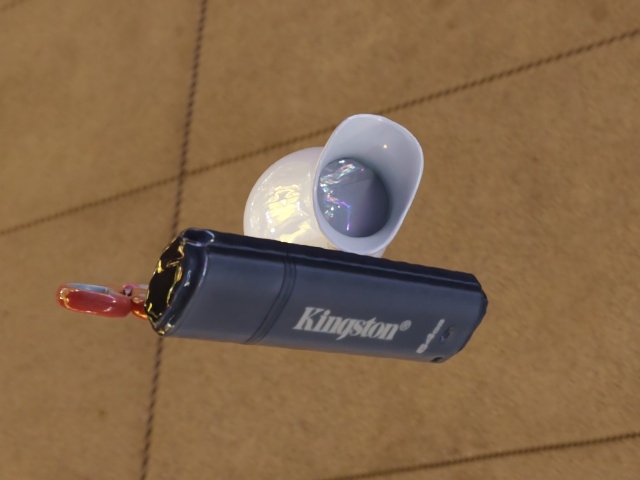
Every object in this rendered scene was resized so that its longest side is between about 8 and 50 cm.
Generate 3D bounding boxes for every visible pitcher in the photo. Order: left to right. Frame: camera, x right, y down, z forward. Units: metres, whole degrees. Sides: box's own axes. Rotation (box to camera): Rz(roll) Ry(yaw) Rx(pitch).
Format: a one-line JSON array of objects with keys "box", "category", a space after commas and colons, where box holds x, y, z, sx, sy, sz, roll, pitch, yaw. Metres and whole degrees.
[{"box": [0.000, 0.000, 1.250, 0.207, 0.125, 0.177, 150, 141, -70], "category": "pitcher"}]

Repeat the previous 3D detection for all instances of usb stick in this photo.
[{"box": [0.004, 0.041, 0.995, 0.045, 0.278, 0.077, 42, 114, 43], "category": "usb stick"}]

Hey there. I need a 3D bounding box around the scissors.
[{"box": [-0.157, 0.039, 1.143, 0.297, 0.109, 0.021, -164, 81, -75], "category": "scissors"}]
